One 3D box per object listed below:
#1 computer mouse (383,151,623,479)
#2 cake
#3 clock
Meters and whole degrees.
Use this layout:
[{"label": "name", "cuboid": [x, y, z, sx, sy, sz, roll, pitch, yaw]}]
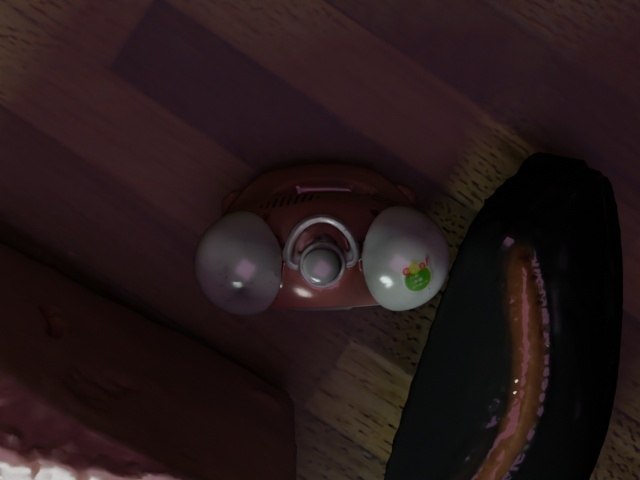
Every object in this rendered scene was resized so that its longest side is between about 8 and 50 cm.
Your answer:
[{"label": "computer mouse", "cuboid": [0.138, 0.104, 1.295, 0.116, 0.183, 0.323, 21, 102, 23]}, {"label": "cake", "cuboid": [-0.190, 0.208, 1.258, 0.314, 0.293, 0.307, 26, 102, -12]}, {"label": "clock", "cuboid": [0.000, 0.000, 1.283, 0.165, 0.162, 0.093, -1, 98, -1]}]
